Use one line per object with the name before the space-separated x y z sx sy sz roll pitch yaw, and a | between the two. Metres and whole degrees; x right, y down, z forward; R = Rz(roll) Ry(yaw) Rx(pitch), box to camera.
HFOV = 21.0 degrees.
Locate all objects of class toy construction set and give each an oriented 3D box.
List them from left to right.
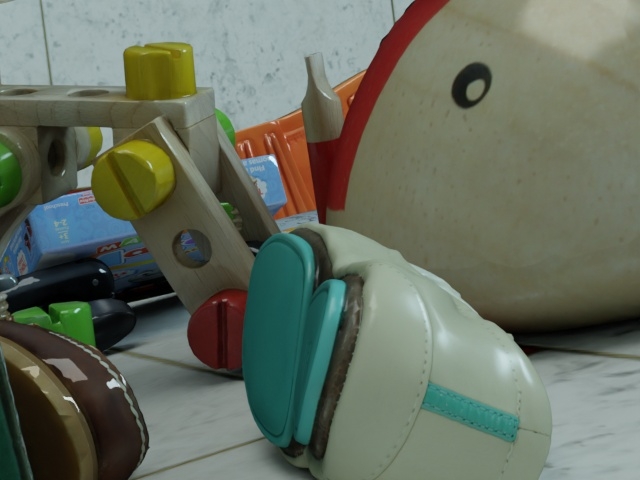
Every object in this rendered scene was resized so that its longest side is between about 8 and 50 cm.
toy construction set | -0.109 -0.057 0.896 0.257 0.237 0.308 1 12 44

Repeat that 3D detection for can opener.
can opener | -0.204 0.054 1.014 0.186 0.059 0.073 -15 6 -18

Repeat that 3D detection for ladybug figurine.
ladybug figurine | 0.145 -0.068 0.880 0.305 0.162 0.449 -13 5 9

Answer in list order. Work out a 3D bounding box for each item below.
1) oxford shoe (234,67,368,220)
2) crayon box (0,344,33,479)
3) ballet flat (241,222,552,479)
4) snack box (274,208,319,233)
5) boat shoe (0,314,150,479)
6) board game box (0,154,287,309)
oxford shoe | 0.015 -0.066 1.416 0.363 0.130 0.132 -16 0 -28
crayon box | -0.264 0.105 0.502 0.322 0.083 0.203 -15 6 -26
ballet flat | 0.022 0.042 0.570 0.086 0.086 0.248 -14 7 -5
snack box | 0.000 0.000 1.200 0.100 0.037 0.141 -16 6 -14
boat shoe | -0.113 0.061 0.644 0.073 0.073 0.207 -19 8 -33
board game box | -0.127 0.005 1.141 0.160 0.039 0.211 -12 -12 -20
